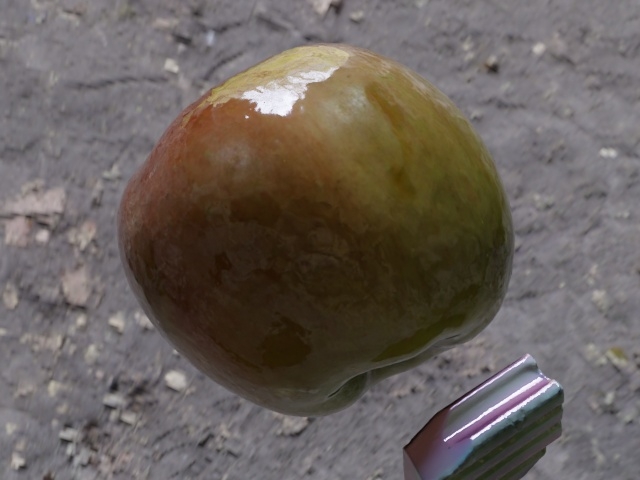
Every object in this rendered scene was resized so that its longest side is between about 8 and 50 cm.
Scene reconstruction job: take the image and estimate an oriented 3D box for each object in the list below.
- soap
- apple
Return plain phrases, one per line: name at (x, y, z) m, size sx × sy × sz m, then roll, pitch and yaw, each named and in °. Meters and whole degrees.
soap at (0.134, 0.175, 1.223) m, size 0.149 × 0.100 × 0.056 m, roll -31°, pitch 51°, yaw -18°
apple at (0.000, 0.000, 1.291) m, size 0.338 × 0.338 × 0.305 m, roll -36°, pitch 85°, yaw -28°
